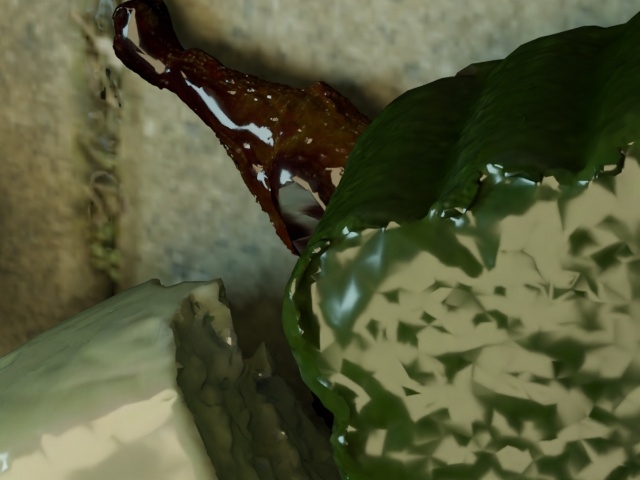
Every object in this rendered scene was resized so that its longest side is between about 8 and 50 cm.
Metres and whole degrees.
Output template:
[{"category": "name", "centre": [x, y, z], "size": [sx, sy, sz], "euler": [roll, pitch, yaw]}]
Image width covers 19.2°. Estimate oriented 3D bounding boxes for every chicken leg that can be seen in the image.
[{"category": "chicken leg", "centre": [0.006, -0.001, 0.671], "size": [0.089, 0.048, 0.219], "euler": [-26, 101, 30]}]

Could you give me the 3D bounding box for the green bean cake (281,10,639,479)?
[{"category": "green bean cake", "centre": [0.140, 0.054, 0.558], "size": [0.247, 0.156, 0.250], "euler": [-18, 107, 20]}]

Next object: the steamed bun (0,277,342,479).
[{"category": "steamed bun", "centre": [-0.053, 0.126, 0.697], "size": [0.200, 0.170, 0.226], "euler": [-12, 96, 17]}]
